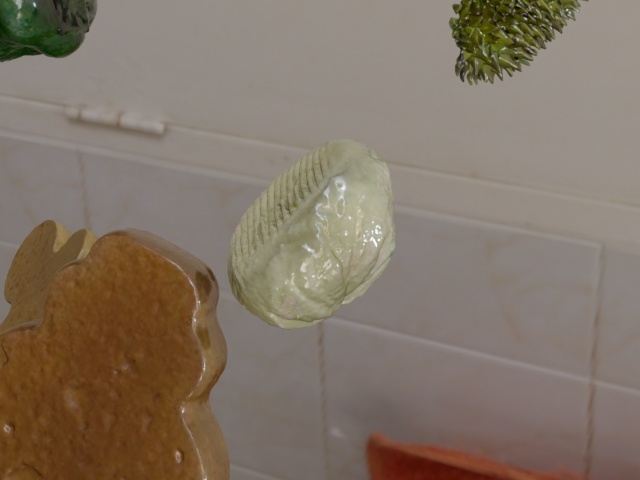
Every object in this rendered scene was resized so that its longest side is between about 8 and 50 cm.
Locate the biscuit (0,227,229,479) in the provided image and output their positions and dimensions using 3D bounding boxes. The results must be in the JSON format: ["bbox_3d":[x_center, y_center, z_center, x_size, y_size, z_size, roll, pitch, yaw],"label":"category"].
[{"bbox_3d":[-0.141,0.137,0.745,0.295,0.186,0.044,-64,162,11],"label":"biscuit"}]

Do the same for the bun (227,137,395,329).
[{"bbox_3d":[0.000,0.000,0.696,0.069,0.115,0.115,43,55,-20],"label":"bun"}]

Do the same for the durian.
[{"bbox_3d":[0.167,-0.201,0.974,0.221,0.095,0.137,-49,133,-40],"label":"durian"}]

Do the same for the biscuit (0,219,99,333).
[{"bbox_3d":[-0.226,0.065,1.031,0.035,0.240,0.158,33,110,-30],"label":"biscuit"}]

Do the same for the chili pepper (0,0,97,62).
[{"bbox_3d":[-0.253,-0.160,0.827,0.136,0.270,0.099,39,47,-66],"label":"chili pepper"}]
